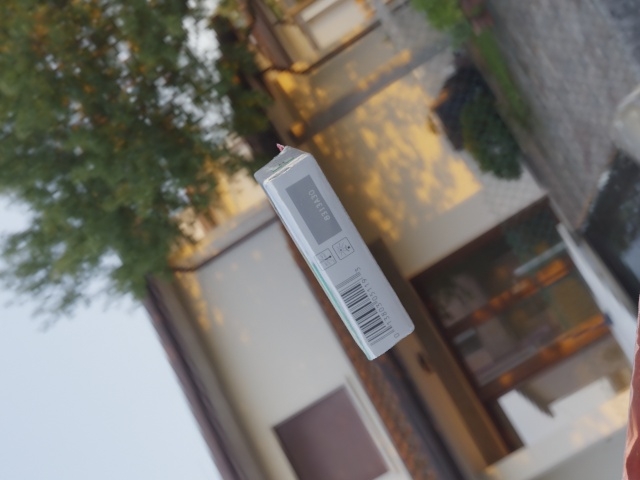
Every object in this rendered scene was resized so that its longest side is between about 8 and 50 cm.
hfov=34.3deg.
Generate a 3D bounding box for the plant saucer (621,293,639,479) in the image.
[{"bbox_3d":[0.276,0.106,0.576,0.259,0.048,0.258,31,-122,-26],"label":"plant saucer"}]

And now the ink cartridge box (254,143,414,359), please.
[{"bbox_3d":[0.000,0.000,0.969,0.181,0.056,0.225,58,174,-12],"label":"ink cartridge box"}]
